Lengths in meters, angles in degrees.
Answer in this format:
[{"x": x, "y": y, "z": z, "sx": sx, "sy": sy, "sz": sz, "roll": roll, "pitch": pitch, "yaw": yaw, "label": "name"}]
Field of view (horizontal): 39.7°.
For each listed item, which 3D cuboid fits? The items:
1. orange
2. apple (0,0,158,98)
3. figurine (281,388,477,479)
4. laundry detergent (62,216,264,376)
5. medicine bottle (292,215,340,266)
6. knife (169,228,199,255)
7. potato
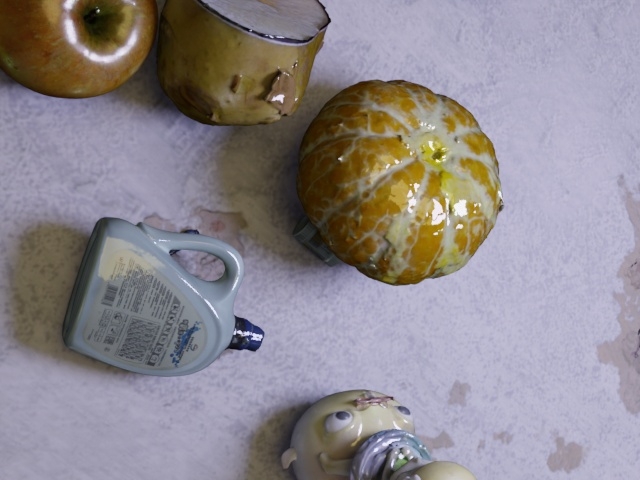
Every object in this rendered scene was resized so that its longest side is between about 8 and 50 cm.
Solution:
[{"x": 0.116, "y": -0.088, "z": 1.361, "sx": 0.329, "sy": 0.249, "sz": 0.329, "roll": 11, "pitch": 56, "yaw": -17, "label": "orange"}, {"x": -0.348, "y": -0.305, "z": 1.207, "sx": 0.237, "sy": 0.207, "sz": 0.237, "roll": -10, "pitch": 106, "yaw": -38, "label": "apple"}, {"x": 0.106, "y": 0.361, "z": 1.255, "sx": 0.227, "sy": 0.394, "sz": 0.274, "roll": -5, "pitch": 92, "yaw": -27, "label": "figurine"}, {"x": -0.207, "y": 0.091, "z": 1.268, "sx": 0.280, "sy": 0.105, "sz": 0.215, "roll": 16, "pitch": 95, "yaw": -23, "label": "laundry detergent"}, {"x": 0.000, "y": 0.000, "z": 1.422, "sx": 0.083, "sy": 0.047, "sz": 0.047, "roll": 40, "pitch": 70, "yaw": -18, "label": "medicine bottle"}, {"x": -0.229, "y": 0.017, "z": 1.325, "sx": 0.121, "sy": 0.018, "sz": 0.031, "roll": -33, "pitch": 98, "yaw": -25, "label": "knife"}, {"x": -0.125, "y": -0.281, "z": 1.308, "sx": 0.246, "sy": 0.196, "sz": 0.299, "roll": 28, "pitch": 31, "yaw": -2, "label": "potato"}]
